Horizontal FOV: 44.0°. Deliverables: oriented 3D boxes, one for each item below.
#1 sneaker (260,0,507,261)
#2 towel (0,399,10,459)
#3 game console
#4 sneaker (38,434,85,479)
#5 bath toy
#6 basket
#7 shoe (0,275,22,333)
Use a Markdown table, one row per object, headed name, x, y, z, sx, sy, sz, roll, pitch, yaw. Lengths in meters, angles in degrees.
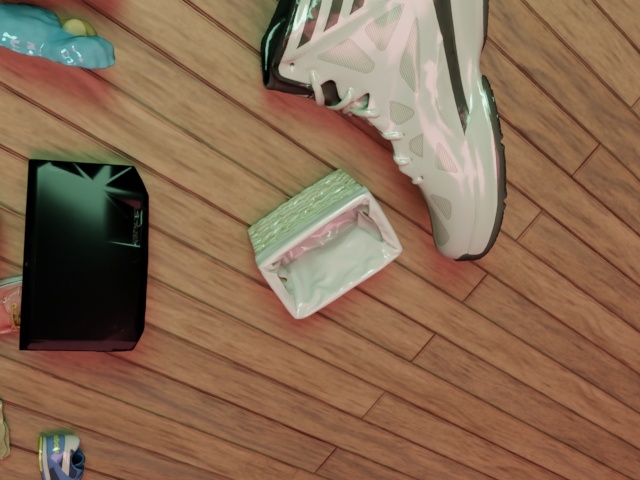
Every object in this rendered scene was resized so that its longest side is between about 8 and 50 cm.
| name | x | y | z | sx | sy | sz | roll | pitch | yaw |
| --- | --- | --- | --- | --- | --- | --- | --- | --- | --- |
| sneaker | 0.067 | -0.162 | 0.940 | 0.257 | 0.169 | 0.448 | -13 | 115 | -4 |
| towel | -0.483 | 0.256 | 1.026 | 0.148 | 0.027 | 0.110 | -8 | 120 | -17 |
| game console | -0.373 | 0.015 | 0.869 | 0.361 | 0.044 | 0.213 | 2 | 88 | -13 |
| sneaker | -0.354 | 0.329 | 1.104 | 0.059 | 0.053 | 0.144 | -10 | 123 | -18 |
| bath toy | -0.237 | -0.338 | 0.714 | 0.151 | 0.129 | 0.348 | -26 | 135 | -48 |
| basket | 0.000 | 0.000 | 1.019 | 0.167 | 0.103 | 0.113 | -34 | 125 | -1 |
| shoe | -0.347 | 0.084 | 0.944 | 0.178 | 0.081 | 0.063 | -19 | 124 | -10 |
